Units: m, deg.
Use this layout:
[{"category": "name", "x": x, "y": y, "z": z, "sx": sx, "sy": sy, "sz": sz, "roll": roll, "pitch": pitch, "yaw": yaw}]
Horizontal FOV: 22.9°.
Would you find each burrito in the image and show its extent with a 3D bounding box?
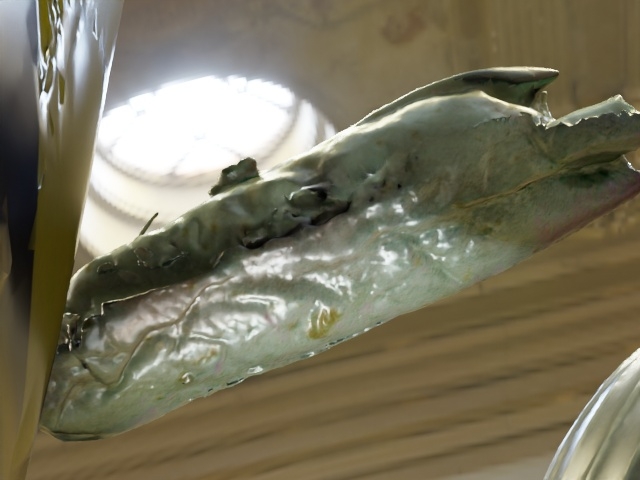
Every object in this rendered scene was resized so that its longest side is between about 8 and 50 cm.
[{"category": "burrito", "x": 0.002, "y": 0.003, "z": 0.707, "sx": 0.309, "sy": 0.096, "sz": 0.066, "roll": -24, "pitch": -154, "yaw": -1}]

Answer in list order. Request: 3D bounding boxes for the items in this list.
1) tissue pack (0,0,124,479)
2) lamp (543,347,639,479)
[{"category": "tissue pack", "x": -0.200, "y": -0.109, "z": 0.525, "sx": 0.253, "sy": 0.264, "sz": 0.416, "roll": 2, "pitch": -139, "yaw": 0}, {"category": "lamp", "x": 0.168, "y": 0.137, "z": 0.483, "sx": 0.233, "sy": 0.233, "sz": 0.265, "roll": -27, "pitch": -107, "yaw": -13}]
